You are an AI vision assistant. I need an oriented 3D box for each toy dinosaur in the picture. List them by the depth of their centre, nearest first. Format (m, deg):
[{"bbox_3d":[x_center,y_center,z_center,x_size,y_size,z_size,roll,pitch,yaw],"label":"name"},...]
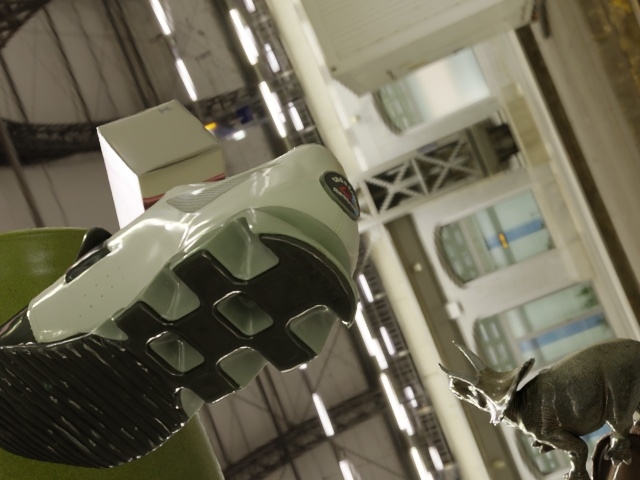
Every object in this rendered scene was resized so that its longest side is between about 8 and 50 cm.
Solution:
[{"bbox_3d":[0.307,0.176,0.992,0.121,0.313,0.160,-93,-15,-61],"label":"toy dinosaur"}]

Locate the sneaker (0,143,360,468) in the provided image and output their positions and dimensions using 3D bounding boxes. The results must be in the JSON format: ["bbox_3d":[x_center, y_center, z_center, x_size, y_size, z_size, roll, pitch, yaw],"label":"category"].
[{"bbox_3d":[-0.107,0.044,0.579,0.122,0.330,0.146,51,-151,-27],"label":"sneaker"}]

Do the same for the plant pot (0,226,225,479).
[{"bbox_3d":[-0.271,0.184,0.828,0.366,0.366,0.353,25,-130,-73],"label":"plant pot"}]

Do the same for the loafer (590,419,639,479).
[{"bbox_3d":[0.363,0.375,0.983,0.130,0.134,0.366,22,-125,-32],"label":"loafer"}]

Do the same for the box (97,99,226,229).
[{"bbox_3d":[-0.213,-0.054,1.243,0.148,0.127,0.232,44,149,41],"label":"box"}]

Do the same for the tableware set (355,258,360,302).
[{"bbox_3d":[0.000,0.000,1.023,0.168,0.020,0.141,53,-153,-15],"label":"tableware set"}]
